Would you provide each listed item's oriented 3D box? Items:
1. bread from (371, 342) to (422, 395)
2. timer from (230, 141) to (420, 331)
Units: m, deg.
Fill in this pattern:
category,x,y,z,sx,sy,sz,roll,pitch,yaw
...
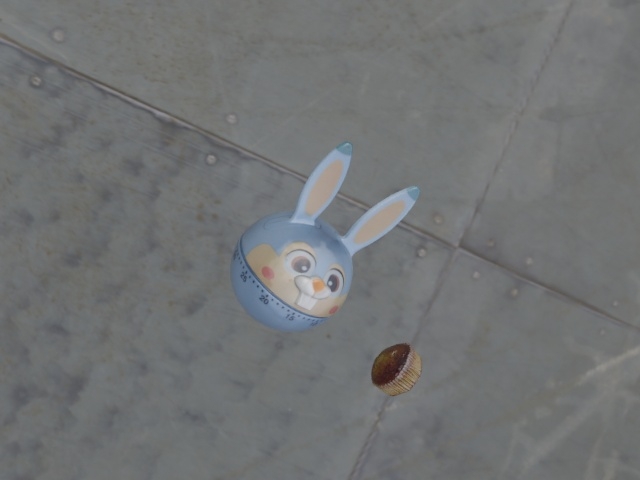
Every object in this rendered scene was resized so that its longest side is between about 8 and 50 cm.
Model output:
category,x,y,z,sx,sy,sz,roll,pitch,yaw
bread,0.116,0.198,1.322,0.053,0.085,0.085,43,81,-23
timer,-0.007,0.019,1.059,0.175,0.255,0.175,22,53,-32
